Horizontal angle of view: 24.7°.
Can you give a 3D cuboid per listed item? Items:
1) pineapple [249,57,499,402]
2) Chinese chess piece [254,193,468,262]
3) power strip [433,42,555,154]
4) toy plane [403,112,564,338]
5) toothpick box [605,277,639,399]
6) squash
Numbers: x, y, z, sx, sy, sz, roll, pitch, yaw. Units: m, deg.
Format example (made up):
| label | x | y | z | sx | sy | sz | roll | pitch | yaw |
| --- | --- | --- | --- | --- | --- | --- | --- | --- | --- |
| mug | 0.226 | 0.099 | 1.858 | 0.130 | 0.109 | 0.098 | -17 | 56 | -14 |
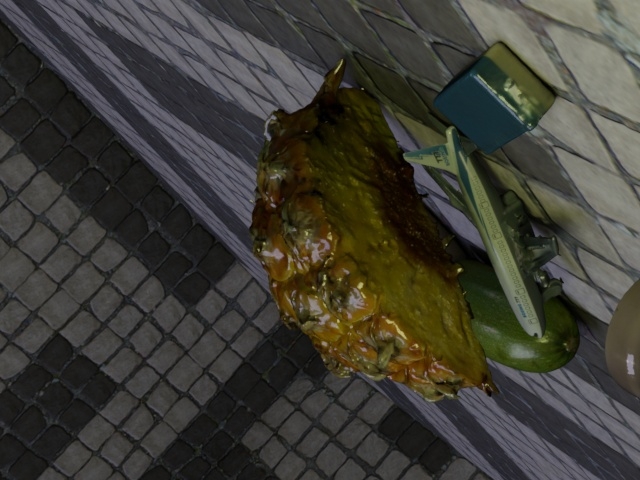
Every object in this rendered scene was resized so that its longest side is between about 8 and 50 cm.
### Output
| label | x | y | z | sx | sy | sz | roll | pitch | yaw |
| --- | --- | --- | --- | --- | --- | --- | --- | --- | --- |
| pineapple | -0.003 | 0.003 | 1.191 | 0.161 | 0.158 | 0.334 | 4 | -120 | -42 |
| Chinese chess piece | 0.049 | 0.001 | 1.583 | 0.273 | 0.102 | 0.273 | 42 | 172 | 7 |
| power strip | 0.114 | -0.093 | 0.964 | 0.056 | 0.032 | 0.123 | 42 | 172 | -3 |
| toy plane | 0.144 | -0.008 | 1.188 | 0.226 | 0.058 | 0.226 | 52 | 174 | -30 |
| toothpick box | 0.267 | 0.084 | 0.933 | 0.098 | 0.098 | 0.149 | 47 | 172 | -35 |
| squash | 0.181 | 0.075 | 1.404 | 0.095 | 0.095 | 0.188 | 45 | 168 | -24 |
